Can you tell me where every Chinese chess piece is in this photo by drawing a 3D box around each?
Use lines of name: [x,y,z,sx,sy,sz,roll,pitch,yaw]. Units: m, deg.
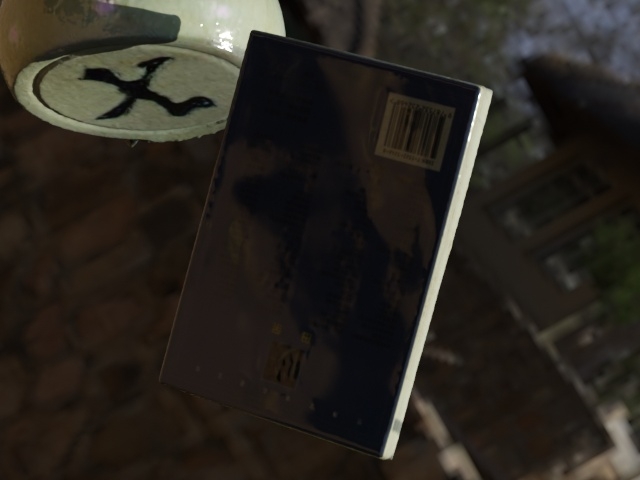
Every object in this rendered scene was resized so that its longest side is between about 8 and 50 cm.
Chinese chess piece: [-0.139,-0.156,1.577,0.238,0.238,0.092,67,19,-70]

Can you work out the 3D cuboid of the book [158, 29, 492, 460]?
book: [0.000,0.000,1.413,0.191,0.269,0.025,16,4,26]
